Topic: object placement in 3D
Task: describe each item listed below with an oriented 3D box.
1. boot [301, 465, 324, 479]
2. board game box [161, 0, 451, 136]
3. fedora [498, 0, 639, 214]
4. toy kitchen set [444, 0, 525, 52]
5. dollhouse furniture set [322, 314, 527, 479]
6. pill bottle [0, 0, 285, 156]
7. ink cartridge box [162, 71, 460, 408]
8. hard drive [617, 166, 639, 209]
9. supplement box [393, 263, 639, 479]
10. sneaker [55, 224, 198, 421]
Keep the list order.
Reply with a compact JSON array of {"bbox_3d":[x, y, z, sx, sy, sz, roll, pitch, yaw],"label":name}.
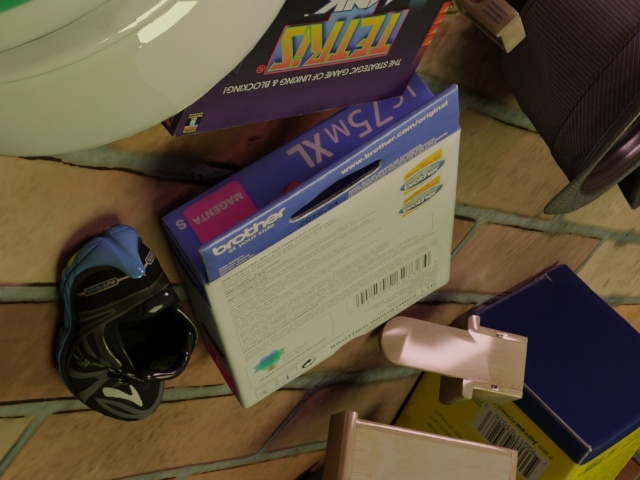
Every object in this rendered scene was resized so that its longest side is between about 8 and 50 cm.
[{"bbox_3d":[-0.039,0.328,1.545,0.137,0.077,0.198,-39,160,-29],"label":"boot"},{"bbox_3d":[-0.001,-0.130,0.776,0.170,0.048,0.141,-15,143,-40],"label":"board game box"},{"bbox_3d":[0.212,-0.139,1.066,0.244,0.124,0.275,-50,167,18],"label":"fedora"},{"bbox_3d":[0.062,-0.129,0.880,0.083,0.075,0.068,-44,158,0],"label":"toy kitchen set"},{"bbox_3d":[0.036,0.243,1.484,0.355,0.173,0.303,150,-49,-66],"label":"dollhouse furniture set"},{"bbox_3d":[-0.117,-0.162,0.316,0.204,0.204,0.361,-43,158,-4],"label":"pill bottle"},{"bbox_3d":[0.000,0.000,0.979,0.185,0.065,0.311,-32,162,-10],"label":"ink cartridge box"},{"bbox_3d":[0.393,-0.153,1.468,0.254,0.054,0.172,-38,158,-17],"label":"hard drive"},{"bbox_3d":[0.202,0.234,1.636,0.194,0.195,0.357,-23,150,-43],"label":"supplement box"},{"bbox_3d":[-0.117,0.067,0.908,0.067,0.078,0.188,-34,157,-25],"label":"sneaker"}]
